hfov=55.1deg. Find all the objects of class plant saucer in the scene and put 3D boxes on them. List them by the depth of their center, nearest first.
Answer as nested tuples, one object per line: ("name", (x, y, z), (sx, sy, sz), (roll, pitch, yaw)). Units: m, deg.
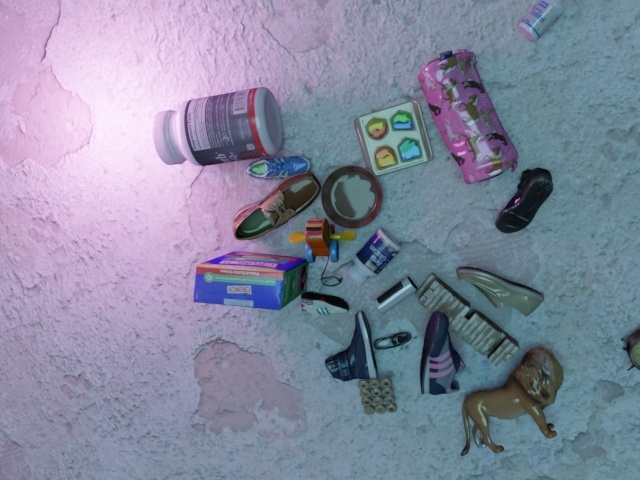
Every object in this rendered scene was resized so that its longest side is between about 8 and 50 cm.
("plant saucer", (0.101, -0.137, 1.916), (0.199, 0.036, 0.198), (3, 101, 14))

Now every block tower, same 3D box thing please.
("block tower", (0.442, 0.243, 1.865), (0.335, 0.097, 0.091), (39, 103, 6))

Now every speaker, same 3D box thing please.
("speaker", (0.236, 0.171, 1.920), (0.136, 0.055, 0.055), (-37, 88, 15))

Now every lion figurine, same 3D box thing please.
("lion figurine", (0.558, 0.492, 1.852), (0.392, 0.142, 0.240), (-27, 84, 18))

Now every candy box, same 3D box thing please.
("candy box", (-0.201, 0.116, 1.872), (0.268, 0.317, 0.122), (5, 98, 11))

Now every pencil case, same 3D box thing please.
("pencil case", (0.425, -0.352, 1.761), (0.160, 0.167, 0.386), (-25, 92, -21))

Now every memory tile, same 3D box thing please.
("memory tile", (0.183, 0.502, 1.969), (0.113, 0.012, 0.148), (-7, 119, 13))

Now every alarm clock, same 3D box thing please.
("alarm clock", (0.976, 0.311, 1.764), (0.192, 0.064, 0.129), (-12, 105, 22))

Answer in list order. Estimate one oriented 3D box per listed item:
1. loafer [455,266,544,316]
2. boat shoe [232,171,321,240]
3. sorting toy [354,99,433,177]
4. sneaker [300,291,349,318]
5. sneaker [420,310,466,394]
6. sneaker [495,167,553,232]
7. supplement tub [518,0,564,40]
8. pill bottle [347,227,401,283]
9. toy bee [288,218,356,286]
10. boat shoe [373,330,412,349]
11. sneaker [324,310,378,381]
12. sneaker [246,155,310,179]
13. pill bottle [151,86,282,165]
("loafer", (0.527, 0.153, 1.831), (0.269, 0.102, 0.092), (21, 95, 8))
("boat shoe", (-0.140, -0.091, 1.921), (0.324, 0.120, 0.122), (-33, 110, 17))
("sorting toy", (0.221, -0.309, 1.869), (0.208, 0.038, 0.193), (-15, 94, 14))
("sneaker", (0.012, 0.219, 1.983), (0.161, 0.057, 0.075), (12, 119, 7))
("sneaker", (0.378, 0.341, 1.853), (0.131, 0.112, 0.319), (3, 127, 3))
("sneaker", (0.599, -0.122, 1.795), (0.087, 0.130, 0.227), (29, 130, 2))
("supplement tub", (0.620, -0.623, 1.725), (0.071, 0.071, 0.107), (44, 104, 4))
("pill bottle", (0.163, 0.053, 1.900), (0.094, 0.094, 0.169), (42, 104, 4))
("toy bee", (0.000, 0.000, 1.890), (0.195, 0.298, 0.162), (9, 60, -8))
("boat shoe", (0.229, 0.320, 1.949), (0.125, 0.038, 0.046), (-13, 94, 14))
("sneaker", (0.087, 0.343, 1.959), (0.164, 0.086, 0.226), (-8, 97, 10))
("sneaker", (-0.135, -0.223, 1.936), (0.211, 0.081, 0.080), (-7, 94, 12))
("pill bottle", (-0.316, -0.342, 1.894), (0.363, 0.210, 0.210), (-7, 96, 14))
